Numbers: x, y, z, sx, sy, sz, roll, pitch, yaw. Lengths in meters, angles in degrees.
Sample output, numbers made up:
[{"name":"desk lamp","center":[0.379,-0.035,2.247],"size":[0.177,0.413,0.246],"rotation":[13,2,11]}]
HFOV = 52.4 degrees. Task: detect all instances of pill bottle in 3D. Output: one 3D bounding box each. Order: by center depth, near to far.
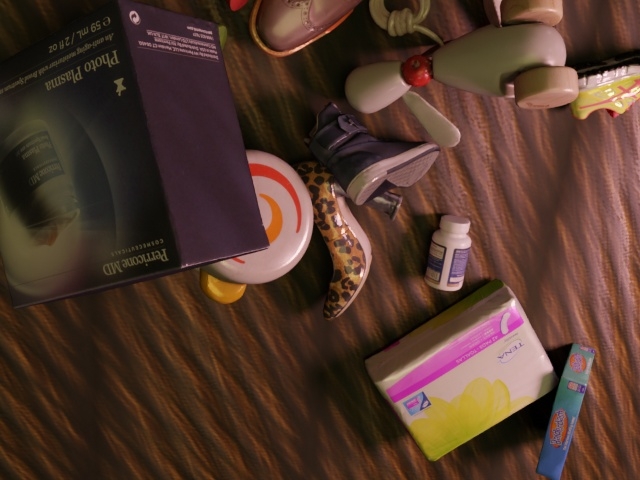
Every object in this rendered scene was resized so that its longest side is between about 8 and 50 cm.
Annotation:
[{"name":"pill bottle","center":[0.221,0.020,1.121],"size":[0.067,0.067,0.120],"rotation":[3,110,-13]}]

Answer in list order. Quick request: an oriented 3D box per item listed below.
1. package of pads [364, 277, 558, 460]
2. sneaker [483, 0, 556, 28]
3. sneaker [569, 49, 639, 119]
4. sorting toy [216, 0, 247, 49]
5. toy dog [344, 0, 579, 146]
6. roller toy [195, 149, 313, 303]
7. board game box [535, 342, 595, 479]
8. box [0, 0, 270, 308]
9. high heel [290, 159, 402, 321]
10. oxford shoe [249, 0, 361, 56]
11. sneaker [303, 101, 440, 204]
[{"name":"package of pads","center":[0.265,0.245,1.196],"size":[0.296,0.101,0.229],"rotation":[-32,113,2]},{"name":"sneaker","center":[0.314,-0.341,1.006],"size":[0.084,0.058,0.152],"rotation":[-31,118,8]},{"name":"sneaker","center":[0.502,-0.254,1.076],"size":[0.208,0.081,0.094],"rotation":[-11,119,0]},{"name":"sorting toy","center":[-0.200,-0.294,0.898],"size":[0.126,0.127,0.366],"rotation":[34,111,-3]},{"name":"toy dog","center":[0.219,-0.249,0.959],"size":[0.161,0.333,0.220],"rotation":[15,91,-61]},{"name":"roller toy","center":[-0.119,-0.029,0.970],"size":[0.191,0.146,0.209],"rotation":[-29,100,-25]},{"name":"board game box","center":[0.468,0.323,1.241],"size":[0.047,0.160,0.211],"rotation":[16,111,24]},{"name":"box","center":[-0.255,-0.091,0.805],"size":[0.296,0.182,0.294],"rotation":[-14,91,30]},{"name":"high heel","center":[0.000,0.000,1.074],"size":[0.186,0.093,0.261],"rotation":[23,112,-2]},{"name":"oxford shoe","center":[0.043,-0.397,0.889],"size":[0.363,0.133,0.130],"rotation":[-45,110,7]},{"name":"sneaker","center":[0.078,-0.152,1.018],"size":[0.226,0.163,0.086],"rotation":[-21,150,-46]}]
